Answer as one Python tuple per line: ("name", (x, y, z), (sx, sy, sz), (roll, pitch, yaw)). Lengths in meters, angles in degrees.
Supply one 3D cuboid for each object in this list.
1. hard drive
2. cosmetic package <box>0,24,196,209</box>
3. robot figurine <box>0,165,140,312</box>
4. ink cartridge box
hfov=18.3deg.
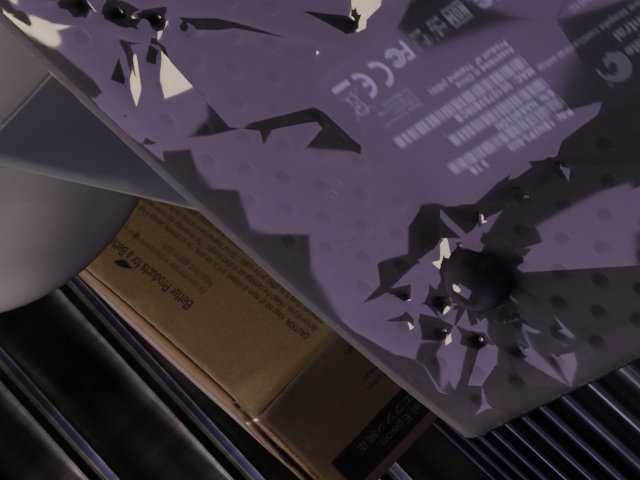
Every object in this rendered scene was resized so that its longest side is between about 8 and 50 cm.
("hard drive", (0.000, -0.085, 0.366), (0.255, 0.054, 0.172), (45, 135, -13))
("cosmetic package", (-0.162, -0.173, 0.660), (0.377, 0.097, 0.284), (45, -176, 10))
("robot figurine", (-0.217, -0.087, 0.875), (0.353, 0.199, 0.300), (19, -158, -9))
("ink cartridge box", (0.000, 0.000, 1.006), (0.088, 0.193, 0.235), (49, 172, -36))
